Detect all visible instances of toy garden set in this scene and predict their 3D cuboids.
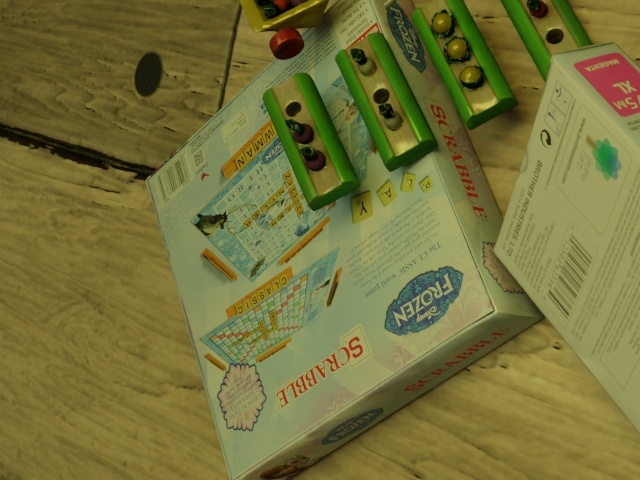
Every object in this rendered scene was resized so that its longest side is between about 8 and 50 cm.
[{"bbox_3d":[0.058,-0.168,0.995,0.244,0.049,0.204,-28,64,10],"label":"toy garden set"}]

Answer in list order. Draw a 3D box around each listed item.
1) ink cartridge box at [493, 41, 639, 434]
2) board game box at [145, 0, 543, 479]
[{"bbox_3d":[0.230,0.041,0.808,0.311,0.065,0.186,58,153,36],"label":"ink cartridge box"},{"bbox_3d":[0.000,0.000,1.095,0.318,0.066,0.318,-37,59,35],"label":"board game box"}]
